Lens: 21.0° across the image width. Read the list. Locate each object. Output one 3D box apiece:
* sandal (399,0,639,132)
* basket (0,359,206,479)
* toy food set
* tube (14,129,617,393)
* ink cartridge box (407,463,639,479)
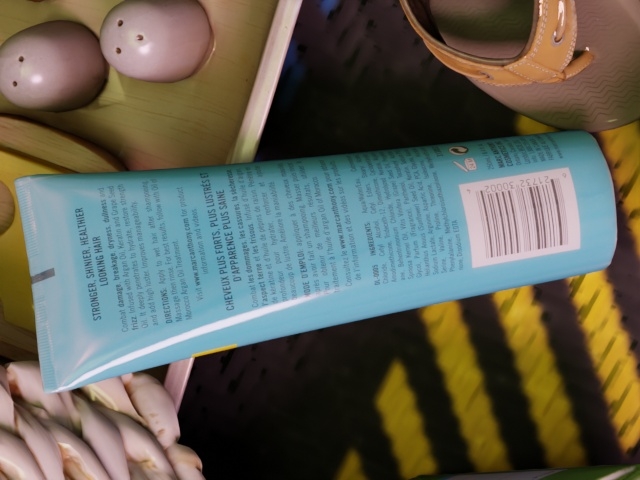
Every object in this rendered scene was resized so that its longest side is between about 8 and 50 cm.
[{"bbox_3d":[0.058,-0.087,0.585,0.072,0.049,0.180,-19,137,27],"label":"sandal"},{"bbox_3d":[-0.171,0.250,0.553,0.331,0.266,0.328,-51,55,32],"label":"basket"},{"bbox_3d":[-0.172,-0.046,0.680,0.306,0.092,0.220,20,104,13],"label":"toy food set"},{"bbox_3d":[0.000,0.000,0.611,0.207,0.052,0.080,-8,63,-11],"label":"tube"},{"bbox_3d":[0.032,0.192,0.668,0.255,0.097,0.189,-12,97,52],"label":"ink cartridge box"}]
